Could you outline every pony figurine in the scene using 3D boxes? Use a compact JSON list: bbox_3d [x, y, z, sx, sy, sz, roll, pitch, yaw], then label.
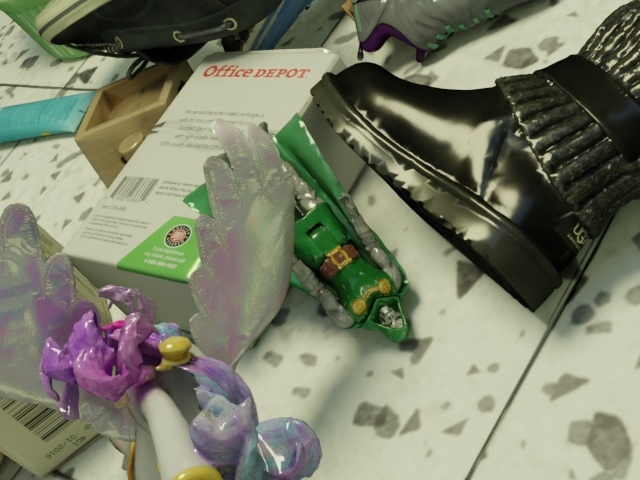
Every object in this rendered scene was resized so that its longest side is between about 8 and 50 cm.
[{"bbox_3d":[-0.121,0.121,0.859,0.302,0.351,0.363,-12,30,-21],"label":"pony figurine"}]

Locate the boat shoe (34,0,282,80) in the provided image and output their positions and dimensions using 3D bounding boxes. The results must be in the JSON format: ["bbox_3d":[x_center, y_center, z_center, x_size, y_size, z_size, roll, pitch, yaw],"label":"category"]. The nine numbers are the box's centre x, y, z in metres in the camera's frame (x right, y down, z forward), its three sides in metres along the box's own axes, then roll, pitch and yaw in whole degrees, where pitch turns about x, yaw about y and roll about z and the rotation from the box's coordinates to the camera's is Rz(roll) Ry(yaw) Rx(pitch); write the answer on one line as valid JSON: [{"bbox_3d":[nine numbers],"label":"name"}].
[{"bbox_3d":[-0.203,-0.286,1.337,0.187,0.156,0.500,-52,25,-21],"label":"boat shoe"}]

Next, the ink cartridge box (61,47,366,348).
[{"bbox_3d":[-0.094,-0.053,1.155,0.211,0.121,0.289,9,58,44],"label":"ink cartridge box"}]

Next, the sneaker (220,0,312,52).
[{"bbox_3d":[-0.001,-0.332,1.364,0.330,0.147,0.130,-53,36,15],"label":"sneaker"}]

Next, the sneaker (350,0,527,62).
[{"bbox_3d":[0.143,-0.243,1.209,0.223,0.098,0.083,0,13,19],"label":"sneaker"}]

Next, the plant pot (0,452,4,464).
[{"bbox_3d":[-0.426,0.184,1.157,0.201,0.201,0.180,-47,53,-9],"label":"plant pot"}]

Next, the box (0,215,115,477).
[{"bbox_3d":[-0.301,0.100,1.154,0.127,0.148,0.232,-38,36,4],"label":"box"}]

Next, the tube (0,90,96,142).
[{"bbox_3d":[-0.420,-0.176,1.625,0.207,0.052,0.080,-5,54,31],"label":"tube"}]

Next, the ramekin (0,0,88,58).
[{"bbox_3d":[-0.363,-0.425,1.742,0.303,0.148,0.303,-23,40,21],"label":"ramekin"}]

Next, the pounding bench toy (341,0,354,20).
[{"bbox_3d":[0.074,-0.260,1.287,0.052,0.083,0.065,-45,5,-5],"label":"pounding bench toy"}]

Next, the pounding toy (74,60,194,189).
[{"bbox_3d":[-0.188,-0.125,1.323,0.181,0.094,0.206,-19,33,18],"label":"pounding toy"}]

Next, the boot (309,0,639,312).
[{"bbox_3d":[0.172,-0.121,0.980,0.260,0.131,0.348,-46,51,1],"label":"boot"}]

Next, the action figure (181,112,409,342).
[{"bbox_3d":[0.000,0.000,0.994,0.137,0.063,0.232,-40,76,-9],"label":"action figure"}]
